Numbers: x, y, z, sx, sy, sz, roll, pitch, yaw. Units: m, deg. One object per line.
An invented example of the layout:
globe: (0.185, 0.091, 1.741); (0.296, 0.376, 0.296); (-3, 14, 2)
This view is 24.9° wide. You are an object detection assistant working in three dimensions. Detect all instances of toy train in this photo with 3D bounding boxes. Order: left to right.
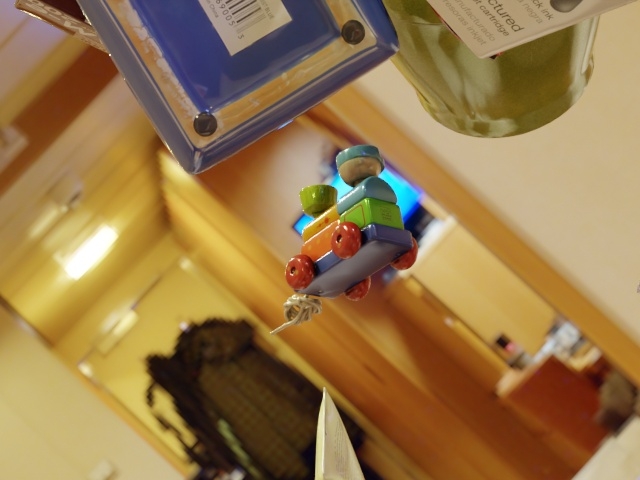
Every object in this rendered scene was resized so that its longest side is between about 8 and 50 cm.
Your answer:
toy train: (0.000, 0.000, 1.710); (0.105, 0.143, 0.248); (12, -33, -36)

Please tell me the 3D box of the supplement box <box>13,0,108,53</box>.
supplement box: (-0.174, -0.299, 1.350); (0.239, 0.130, 0.073); (-67, 15, -9)

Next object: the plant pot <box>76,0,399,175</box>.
plant pot: (-0.075, -0.200, 1.199); (0.236, 0.236, 0.212); (-30, 12, 2)

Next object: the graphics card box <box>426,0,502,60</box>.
graphics card box: (0.195, -0.360, 1.185); (0.094, 0.233, 0.371); (25, -62, -43)

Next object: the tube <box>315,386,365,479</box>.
tube: (0.020, 0.242, 1.343); (0.062, 0.070, 0.240); (-37, -38, -21)

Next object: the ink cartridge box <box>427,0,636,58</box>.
ink cartridge box: (0.164, -0.262, 0.920); (0.289, 0.211, 0.121); (-16, 39, 46)

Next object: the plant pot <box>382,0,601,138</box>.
plant pot: (0.195, -0.319, 1.759); (0.366, 0.366, 0.353); (-46, -34, -16)

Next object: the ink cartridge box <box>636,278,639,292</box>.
ink cartridge box: (0.378, 0.024, 1.565); (0.028, 0.048, 0.083); (32, 109, 59)
